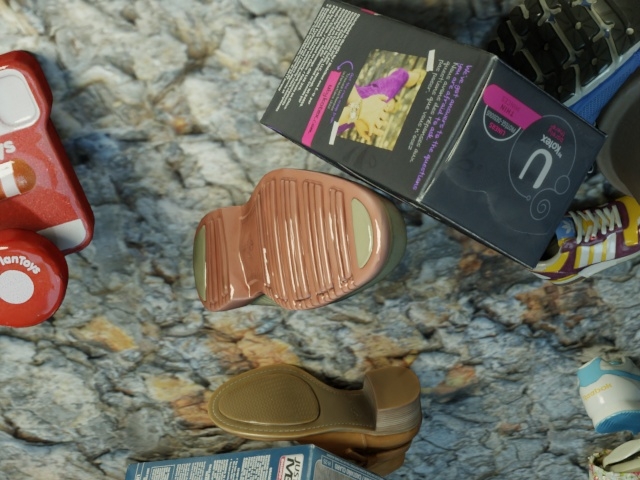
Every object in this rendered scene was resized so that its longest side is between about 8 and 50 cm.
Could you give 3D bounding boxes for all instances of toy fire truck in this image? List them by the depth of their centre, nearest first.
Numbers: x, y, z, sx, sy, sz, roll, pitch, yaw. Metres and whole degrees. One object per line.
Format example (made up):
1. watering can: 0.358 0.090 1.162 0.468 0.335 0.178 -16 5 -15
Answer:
1. toy fire truck: -0.384 -0.042 1.471 0.302 0.169 0.254 -15 118 8

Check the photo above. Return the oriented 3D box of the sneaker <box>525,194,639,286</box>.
1. sneaker: 0.313 -0.009 1.684 0.185 0.070 0.084 -36 139 30

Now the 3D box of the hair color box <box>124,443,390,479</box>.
1. hair color box: -0.090 0.356 1.957 0.347 0.105 0.174 -12 150 39

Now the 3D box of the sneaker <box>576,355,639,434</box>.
1. sneaker: 0.419 0.204 1.966 0.087 0.092 0.228 -32 155 25

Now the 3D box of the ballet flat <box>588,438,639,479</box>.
1. ballet flat: 0.496 0.311 2.118 0.241 0.091 0.077 -22 118 12

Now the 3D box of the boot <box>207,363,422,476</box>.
1. boot: -0.006 0.252 1.950 0.283 0.109 0.220 -10 147 -10

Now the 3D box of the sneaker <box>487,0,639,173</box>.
1. sneaker: 0.230 -0.141 1.481 0.147 0.130 0.330 6 147 -34

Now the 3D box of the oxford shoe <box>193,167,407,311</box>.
1. oxford shoe: 0.000 0.000 1.514 0.146 0.141 0.397 -2 178 -27

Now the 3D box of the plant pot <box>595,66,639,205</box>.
1. plant pot: 0.416 -0.072 1.494 0.263 0.229 0.263 -4 142 -3

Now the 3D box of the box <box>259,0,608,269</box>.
1. box: 0.097 -0.104 1.343 0.165 0.270 0.143 27 93 -38
